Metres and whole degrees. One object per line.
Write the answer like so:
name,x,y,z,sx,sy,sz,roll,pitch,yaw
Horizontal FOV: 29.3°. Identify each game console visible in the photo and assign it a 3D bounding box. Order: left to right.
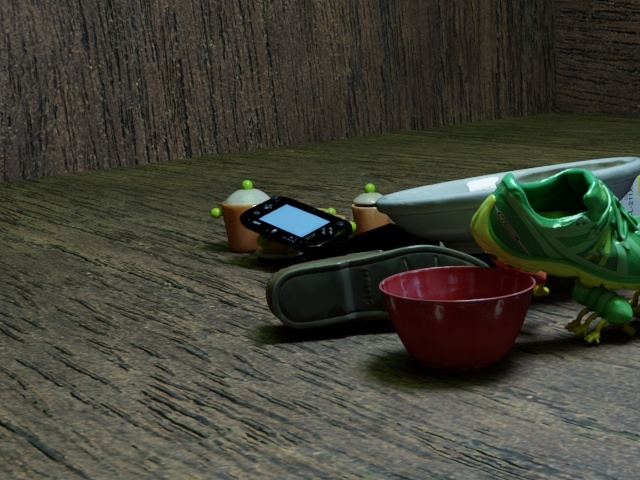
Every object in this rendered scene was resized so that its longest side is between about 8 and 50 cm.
game console,0.000,0.000,1.941,0.213,0.044,0.361,-20,28,-37

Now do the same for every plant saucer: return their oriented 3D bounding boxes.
plant saucer,0.286,-0.046,1.824,0.400,0.101,0.400,-10,4,1

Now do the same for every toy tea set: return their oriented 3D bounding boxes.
toy tea set,-0.025,-0.055,2.202,0.336,0.124,0.200,-13,15,-43

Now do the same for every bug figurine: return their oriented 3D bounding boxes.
bug figurine,0.356,0.041,1.586,0.279,0.072,0.216,-11,34,-38

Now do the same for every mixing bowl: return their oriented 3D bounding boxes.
mixing bowl,0.161,0.096,1.429,0.181,0.098,0.181,-3,10,0

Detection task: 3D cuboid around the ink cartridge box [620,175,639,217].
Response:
ink cartridge box,0.524,-0.054,2.053,0.175,0.128,0.072,-9,15,-25

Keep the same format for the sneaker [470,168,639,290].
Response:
sneaker,0.330,-0.017,1.479,0.295,0.124,0.109,6,34,-22

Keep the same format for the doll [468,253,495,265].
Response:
doll,0.265,0.025,1.912,0.189,0.046,0.129,-6,7,-18

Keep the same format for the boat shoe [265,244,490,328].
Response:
boat shoe,0.080,0.057,1.620,0.307,0.111,0.104,1,4,-9
